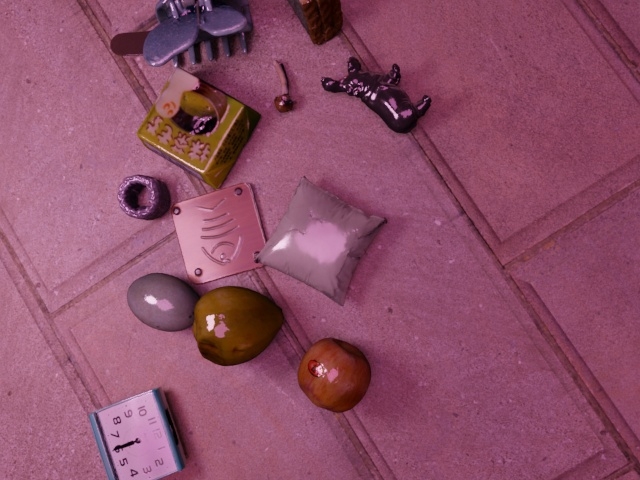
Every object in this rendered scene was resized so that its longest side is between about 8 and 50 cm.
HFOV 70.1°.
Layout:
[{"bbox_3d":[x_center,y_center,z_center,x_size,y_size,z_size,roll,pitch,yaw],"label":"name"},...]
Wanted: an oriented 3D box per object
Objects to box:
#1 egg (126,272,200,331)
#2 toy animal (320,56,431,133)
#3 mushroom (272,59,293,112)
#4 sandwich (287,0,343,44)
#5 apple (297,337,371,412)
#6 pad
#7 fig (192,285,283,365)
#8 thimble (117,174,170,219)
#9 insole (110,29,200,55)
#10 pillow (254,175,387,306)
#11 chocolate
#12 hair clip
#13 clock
[{"bbox_3d":[-0.483,0.190,1.413,0.237,0.169,0.169,25,90,5],"label":"egg"},{"bbox_3d":[0.176,-0.469,1.420,0.343,0.106,0.168,34,98,13],"label":"toy animal"},{"bbox_3d":[-0.126,-0.498,1.482,0.060,0.061,0.187,-5,74,-8],"label":"mushroom"},{"bbox_3d":[-0.062,-0.797,1.380,0.131,0.262,0.325,-29,84,5],"label":"sandwich"},{"bbox_3d":[0.041,0.391,1.330,0.211,0.211,0.187,30,91,7],"label":"apple"},{"bbox_3d":[-0.327,-0.022,1.488,0.287,0.018,0.284,-16,86,6],"label":"pad"},{"bbox_3d":[-0.241,0.247,1.359,0.271,0.239,0.239,-12,85,-17],"label":"fig"},{"bbox_3d":[-0.571,-0.139,1.477,0.150,0.098,0.150,0,87,6],"label":"thimble"},{"bbox_3d":[-0.560,-0.676,1.552,0.328,0.007,0.111,-3,85,6],"label":"insole"},{"bbox_3d":[0.000,0.000,1.401,0.310,0.119,0.312,28,90,3],"label":"pillow"},{"bbox_3d":[-0.393,-0.364,1.452,0.301,0.137,0.288,30,90,7],"label":"chocolate"},{"bbox_3d":[-0.374,-0.696,1.412,0.318,0.238,0.392,-12,83,2],"label":"hair clip"},{"bbox_3d":[-0.564,0.617,1.434,0.231,0.116,0.262,-21,86,-1],"label":"clock"}]
